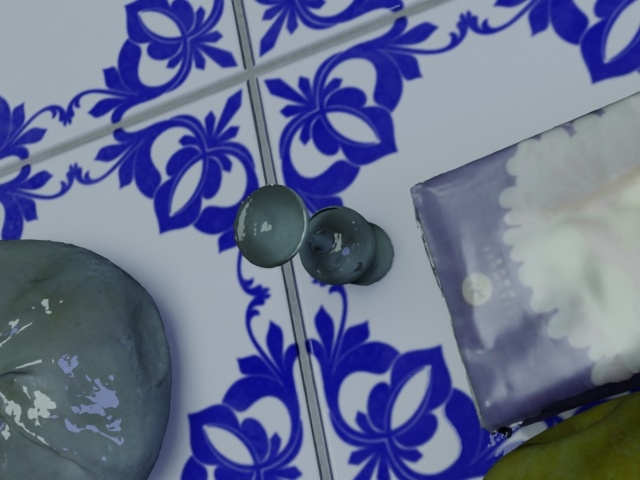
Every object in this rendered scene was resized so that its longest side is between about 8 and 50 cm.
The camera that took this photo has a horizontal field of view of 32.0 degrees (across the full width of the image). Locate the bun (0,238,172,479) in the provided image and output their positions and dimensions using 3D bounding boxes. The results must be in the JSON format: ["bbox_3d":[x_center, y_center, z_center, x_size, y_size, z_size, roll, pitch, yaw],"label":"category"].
[{"bbox_3d":[-0.323,0.153,1.182,0.354,0.194,0.355,-5,79,25],"label":"bun"}]

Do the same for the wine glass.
[{"bbox_3d":[0.000,0.000,1.060,0.079,0.195,0.079,-5,79,27],"label":"wine glass"}]

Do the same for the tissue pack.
[{"bbox_3d":[0.274,0.004,0.968,0.343,0.125,0.242,-22,70,20],"label":"tissue pack"}]

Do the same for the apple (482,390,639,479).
[{"bbox_3d":[0.231,0.233,0.874,0.260,0.261,0.194,-30,83,17],"label":"apple"}]
